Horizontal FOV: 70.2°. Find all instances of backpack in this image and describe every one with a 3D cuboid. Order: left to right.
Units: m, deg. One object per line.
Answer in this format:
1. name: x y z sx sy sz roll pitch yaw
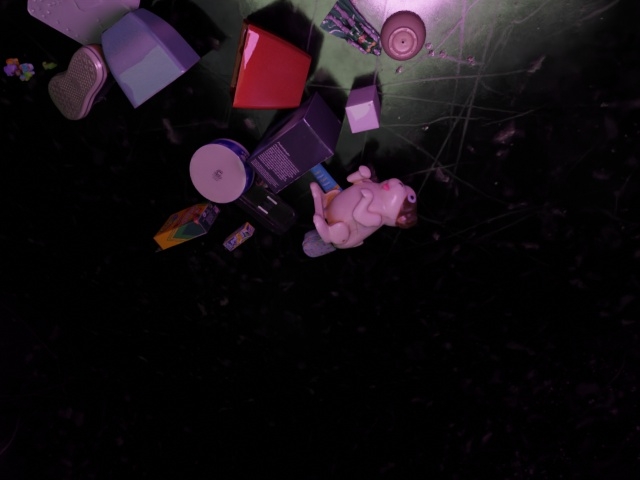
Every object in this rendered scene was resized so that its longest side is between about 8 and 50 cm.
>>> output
1. backpack: 0.000 0.000 2.146 0.181 0.115 0.152 -18 124 25

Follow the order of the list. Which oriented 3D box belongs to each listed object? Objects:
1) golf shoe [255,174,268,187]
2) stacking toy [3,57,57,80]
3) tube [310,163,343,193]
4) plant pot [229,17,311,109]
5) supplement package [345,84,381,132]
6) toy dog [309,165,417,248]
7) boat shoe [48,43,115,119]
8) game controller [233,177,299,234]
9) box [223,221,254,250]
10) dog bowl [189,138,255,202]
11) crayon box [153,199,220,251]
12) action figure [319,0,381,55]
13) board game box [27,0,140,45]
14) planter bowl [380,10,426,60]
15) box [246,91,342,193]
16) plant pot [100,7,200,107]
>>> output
1. golf shoe: -0.212 -0.311 1.992 0.085 0.068 0.186 9 132 -34
2. stacking toy: -1.206 -0.688 1.822 0.221 0.167 0.052 2 127 10
3. tube: 0.026 -0.259 1.992 0.080 0.052 0.207 -21 126 32
4. plant pot: -0.179 -0.606 1.624 0.235 0.267 0.268 10 117 -18
5. supplement package: 0.163 -0.493 1.702 0.105 0.179 0.105 -8 124 16
6. toy dog: 0.204 -0.115 1.905 0.407 0.285 0.395 -18 128 13
7. boat shoe: -0.933 -0.626 1.812 0.500 0.156 0.187 -17 113 44
8. game controller: -0.256 -0.159 2.118 0.319 0.067 0.166 38 109 -18
9. box: -0.402 -0.019 2.240 0.169 0.059 0.054 -33 116 29
10. dog bowl: -0.424 -0.300 1.971 0.264 0.104 0.265 5 115 11
11. crayon box: -0.649 -0.071 2.158 0.318 0.202 0.081 -19 120 22
12. action figure: 0.127 -0.734 1.606 0.232 0.064 0.137 34 128 -16
13. board game box: -0.848 -0.905 1.650 0.389 0.050 0.390 28 130 -11
14. planter bowl: 0.285 -0.696 1.572 0.162 0.109 0.162 5 127 6
15. box: -0.093 -0.384 1.762 0.294 0.296 0.183 -29 116 27
16. plant pot: -0.633 -0.679 1.645 0.247 0.247 0.252 -28 119 17
